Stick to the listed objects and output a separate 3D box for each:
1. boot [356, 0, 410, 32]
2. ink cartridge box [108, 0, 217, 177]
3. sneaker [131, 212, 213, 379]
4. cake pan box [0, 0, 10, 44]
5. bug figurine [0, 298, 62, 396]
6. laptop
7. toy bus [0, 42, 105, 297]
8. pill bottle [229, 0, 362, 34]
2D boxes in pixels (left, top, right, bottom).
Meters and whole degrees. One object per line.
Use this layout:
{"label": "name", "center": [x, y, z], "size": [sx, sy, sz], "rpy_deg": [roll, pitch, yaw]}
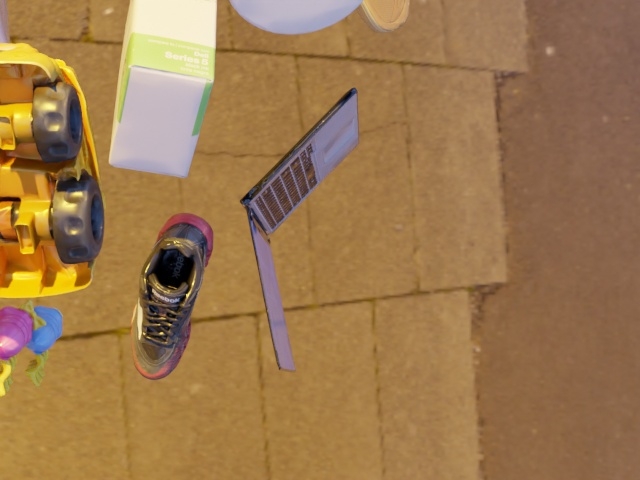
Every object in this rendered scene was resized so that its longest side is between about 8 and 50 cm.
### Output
{"label": "boot", "center": [0.007, -0.391, 1.564], "size": [0.095, 0.203, 0.262], "rpy_deg": [-30, 95, -35]}
{"label": "ink cartridge box", "center": [-0.215, -0.257, 1.517], "size": [0.115, 0.198, 0.272], "rpy_deg": [8, 51, -13]}
{"label": "sneaker", "center": [-0.241, 0.098, 1.697], "size": [0.098, 0.135, 0.276], "rpy_deg": [17, 104, -1]}
{"label": "cake pan box", "center": [-0.473, -0.394, 1.466], "size": [0.070, 0.267, 0.245], "rpy_deg": [-12, 137, -8]}
{"label": "bug figurine", "center": [-0.345, 0.035, 1.097], "size": [0.072, 0.216, 0.279], "rpy_deg": [-35, 107, 2]}
{"label": "laptop", "center": [0.000, 0.000, 1.907], "size": [0.236, 0.382, 0.408], "rpy_deg": [44, 86, 6]}
{"label": "toy bus", "center": [-0.261, -0.091, 0.969], "size": [0.211, 0.149, 0.220], "rpy_deg": [-82, 171, -56]}
{"label": "pill bottle", "center": [-0.046, -0.333, 1.008], "size": [0.161, 0.161, 0.283], "rpy_deg": [22, 38, -38]}
